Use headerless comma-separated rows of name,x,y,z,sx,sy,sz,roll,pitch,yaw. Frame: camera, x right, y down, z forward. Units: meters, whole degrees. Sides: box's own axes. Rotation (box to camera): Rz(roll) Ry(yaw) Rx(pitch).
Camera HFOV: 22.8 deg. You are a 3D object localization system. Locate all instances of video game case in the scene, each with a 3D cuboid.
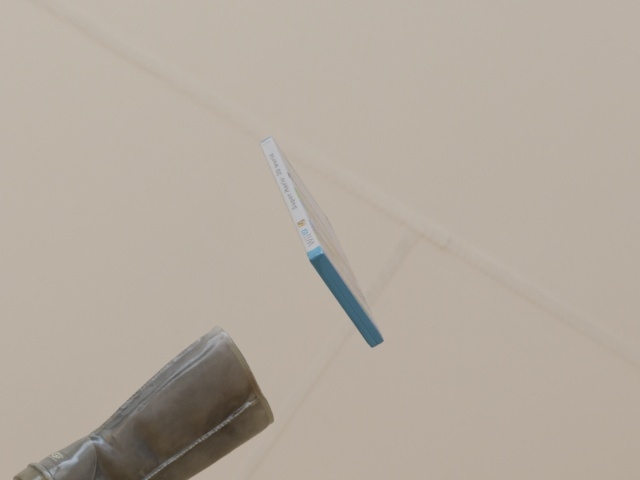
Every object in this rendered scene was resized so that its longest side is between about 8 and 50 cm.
video game case,0.000,0.000,1.325,0.015,0.166,0.119,-30,-50,5

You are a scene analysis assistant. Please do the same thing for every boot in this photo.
boot,-0.128,0.197,1.298,0.208,0.076,0.189,-36,-56,-29
